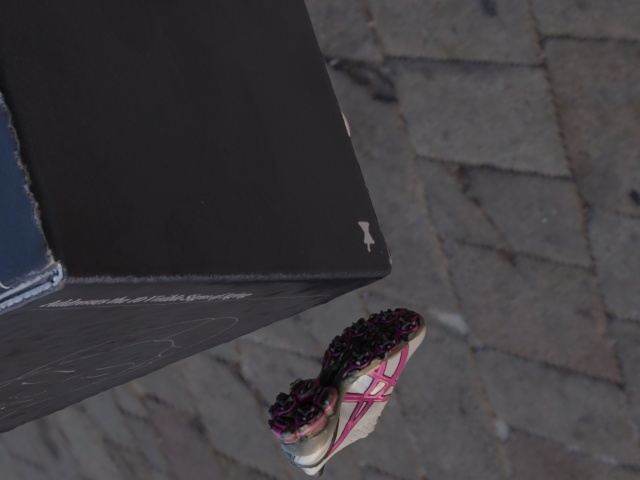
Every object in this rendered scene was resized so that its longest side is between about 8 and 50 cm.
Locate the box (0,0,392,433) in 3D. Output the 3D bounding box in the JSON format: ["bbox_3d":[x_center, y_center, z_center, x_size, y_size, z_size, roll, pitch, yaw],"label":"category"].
[{"bbox_3d":[-0.274,-0.022,1.105,0.472,0.480,0.297,-21,80,25],"label":"box"}]

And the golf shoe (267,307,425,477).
[{"bbox_3d":[0.032,0.139,1.293,0.067,0.186,0.086,25,150,48],"label":"golf shoe"}]

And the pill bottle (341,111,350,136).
[{"bbox_3d":[-0.073,-0.157,2.130,0.221,0.124,0.124,7,126,41],"label":"pill bottle"}]
